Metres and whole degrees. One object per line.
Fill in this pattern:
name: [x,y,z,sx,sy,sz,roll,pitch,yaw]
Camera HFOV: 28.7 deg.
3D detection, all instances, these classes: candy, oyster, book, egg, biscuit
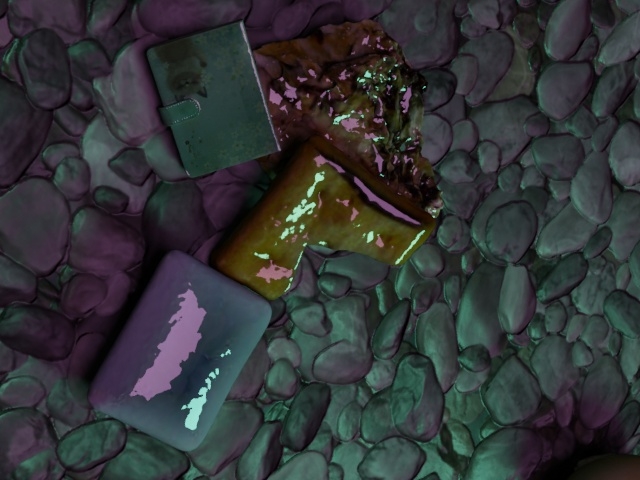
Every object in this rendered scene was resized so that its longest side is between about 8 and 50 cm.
candy: [-0.138,0.110,1.234,0.138,0.071,0.174,33,82,-33]
oyster: [0.027,-0.116,1.283,0.223,0.083,0.214,-11,105,-23]
book: [-0.105,-0.134,1.206,0.103,0.017,0.135,-17,111,-2]
egg: [0.382,0.349,1.570,0.201,0.164,0.164,7,98,-33]
biscuit: [0.000,0.000,1.271,0.174,0.039,0.183,36,106,-26]
